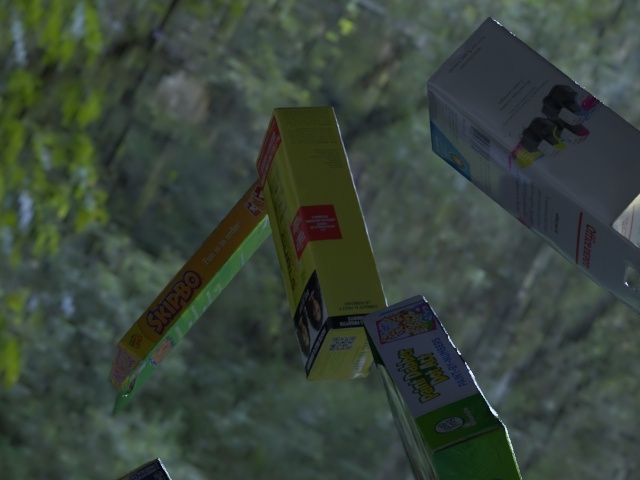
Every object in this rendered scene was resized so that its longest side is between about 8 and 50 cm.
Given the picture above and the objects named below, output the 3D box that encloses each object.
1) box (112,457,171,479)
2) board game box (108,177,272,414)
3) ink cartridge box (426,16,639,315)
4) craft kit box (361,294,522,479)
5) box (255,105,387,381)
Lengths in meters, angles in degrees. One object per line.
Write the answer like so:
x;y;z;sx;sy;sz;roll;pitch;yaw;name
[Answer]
-0.196;0.240;1.519;0.054;0.169;0.059;62;-15;2;box
-0.113;0.043;1.709;0.039;0.259;0.124;35;-23;4;board game box
0.152;-0.041;1.133;0.181;0.061;0.104;41;-12;18;ink cartridge box
0.108;0.193;1.289;0.246;0.061;0.250;-126;-164;-70;craft kit box
0.000;0.000;1.597;0.058;0.232;0.087;-2;-33;-18;box
